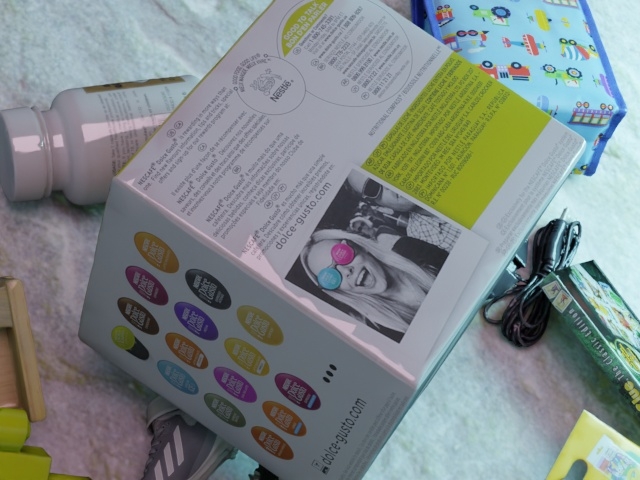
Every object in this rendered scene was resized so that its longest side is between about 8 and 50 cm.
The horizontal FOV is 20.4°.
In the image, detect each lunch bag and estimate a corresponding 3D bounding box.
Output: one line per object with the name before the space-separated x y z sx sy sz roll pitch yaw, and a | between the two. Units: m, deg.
lunch bag | 0.230 -0.238 2.192 0.221 0.138 0.293 4 54 -12

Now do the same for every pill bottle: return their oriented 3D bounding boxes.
pill bottle | -0.238 -0.107 1.975 0.229 0.131 0.131 -9 67 -20

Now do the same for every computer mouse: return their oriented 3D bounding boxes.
computer mouse | 0.173 -0.015 2.084 0.272 0.072 0.188 29 61 -1

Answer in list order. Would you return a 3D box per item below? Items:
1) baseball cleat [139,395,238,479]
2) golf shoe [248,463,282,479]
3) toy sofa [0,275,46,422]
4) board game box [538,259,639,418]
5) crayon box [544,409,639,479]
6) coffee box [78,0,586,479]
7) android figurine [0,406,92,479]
baseball cleat | -0.163 0.232 1.875 0.109 0.072 0.206 36 54 19
golf shoe | -0.030 0.321 1.857 0.120 0.105 0.273 29 62 -22
toy sofa | -0.471 0.140 1.794 0.362 0.177 0.150 -11 93 -21
board game box | 0.360 0.138 2.047 0.259 0.030 0.136 54 24 14
crayon box | 0.366 0.361 1.947 0.323 0.083 0.203 34 60 1
coffee box | 0.000 0.000 1.763 0.334 0.337 0.338 34 59 6
android figurine | -0.361 0.276 1.728 0.273 0.056 0.248 12 95 -26
